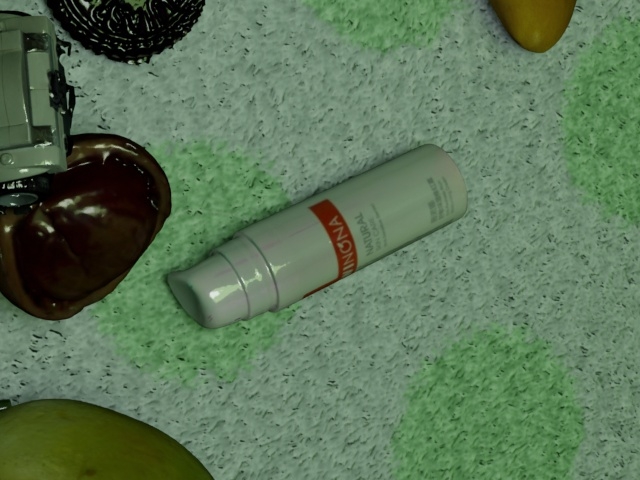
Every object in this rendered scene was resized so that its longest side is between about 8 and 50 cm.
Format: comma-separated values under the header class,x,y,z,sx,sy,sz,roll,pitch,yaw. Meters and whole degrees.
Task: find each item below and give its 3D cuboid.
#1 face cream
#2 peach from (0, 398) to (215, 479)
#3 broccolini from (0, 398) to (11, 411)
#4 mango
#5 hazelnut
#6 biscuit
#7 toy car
class,x,y,z,sx,sy,sz,roll,pitch,yaw
face cream,0.000,0.000,1.974,0.345,0.102,0.102,-27,104,-23
peach,-0.239,0.303,1.775,0.316,0.314,0.281,16,50,-2
broccolini,-0.418,0.094,1.797,0.271,0.062,0.123,32,94,-18
mango,0.245,-0.321,2.064,0.141,0.102,0.217,-47,131,-58
hazelnut,-0.253,-0.014,1.817,0.170,0.160,0.201,29,74,-25
biscuit,-0.204,-0.284,1.883,0.195,0.053,0.194,-2,94,-25
toy car,-0.385,-0.114,1.712,0.301,0.118,0.193,-7,78,5
